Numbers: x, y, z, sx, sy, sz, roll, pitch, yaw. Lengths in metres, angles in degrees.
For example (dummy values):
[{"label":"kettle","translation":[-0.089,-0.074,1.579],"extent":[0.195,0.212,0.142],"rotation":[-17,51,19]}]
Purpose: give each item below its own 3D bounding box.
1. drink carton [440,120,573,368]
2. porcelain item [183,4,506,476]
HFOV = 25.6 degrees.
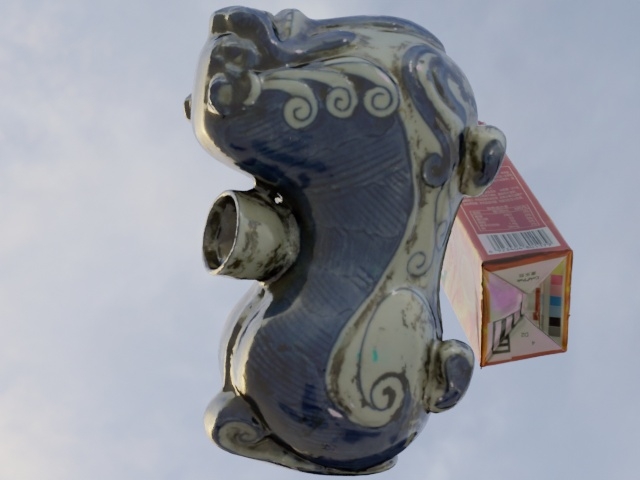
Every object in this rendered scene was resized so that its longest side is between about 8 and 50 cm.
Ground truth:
[{"label":"drink carton","translation":[0.129,-0.003,1.106],"extent":[0.071,0.223,0.096],"rotation":[-8,-59,-8]},{"label":"porcelain item","translation":[0.000,0.000,0.863],"extent":[0.186,0.138,0.287],"rotation":[10,-87,-22]}]
